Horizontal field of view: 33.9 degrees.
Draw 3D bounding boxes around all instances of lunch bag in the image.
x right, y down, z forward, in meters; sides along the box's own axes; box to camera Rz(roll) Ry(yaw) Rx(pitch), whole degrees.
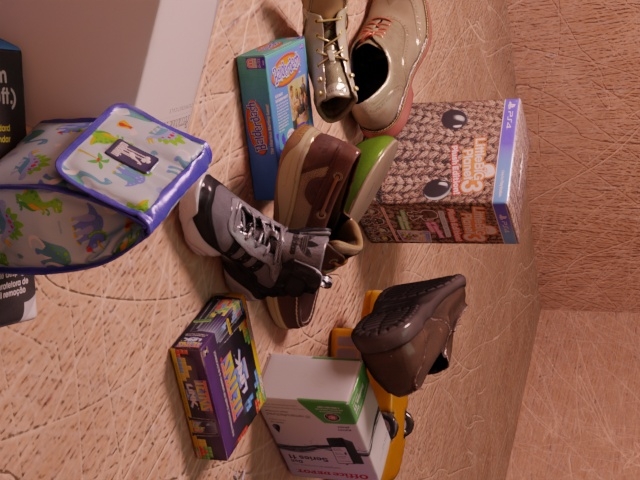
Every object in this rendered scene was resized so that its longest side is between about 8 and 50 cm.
[{"bbox_3d":[-0.172,-0.040,0.806,0.129,0.151,0.096,-62,148,-54],"label":"lunch bag"}]

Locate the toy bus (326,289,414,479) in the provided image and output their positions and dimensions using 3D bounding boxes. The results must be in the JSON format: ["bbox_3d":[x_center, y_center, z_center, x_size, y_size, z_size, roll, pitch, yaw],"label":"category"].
[{"bbox_3d":[0.088,0.253,1.821,0.108,0.130,0.333,14,78,-68],"label":"toy bus"}]

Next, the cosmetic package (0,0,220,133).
[{"bbox_3d":[-0.169,-0.275,0.921,0.197,0.155,0.366,-53,159,-75],"label":"cosmetic package"}]

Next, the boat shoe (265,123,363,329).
[{"bbox_3d":[0.000,0.000,1.513,0.123,0.123,0.342,-52,155,-54],"label":"boat shoe"}]

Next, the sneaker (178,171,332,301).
[{"bbox_3d":[-0.072,-0.006,1.360,0.269,0.153,0.101,59,37,-54],"label":"sneaker"}]

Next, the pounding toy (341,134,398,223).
[{"bbox_3d":[0.024,-0.087,1.728,0.237,0.110,0.183,-61,172,5],"label":"pounding toy"}]

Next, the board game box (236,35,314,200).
[{"bbox_3d":[-0.059,-0.181,1.540,0.160,0.047,0.210,-43,131,-62],"label":"board game box"}]

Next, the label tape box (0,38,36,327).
[{"bbox_3d":[-0.325,-0.087,0.758,0.240,0.105,0.334,-18,108,-69],"label":"label tape box"}]

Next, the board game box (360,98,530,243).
[{"bbox_3d":[0.229,-0.127,1.963,0.141,0.290,0.232,59,36,-54],"label":"board game box"}]

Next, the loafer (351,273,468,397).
[{"bbox_3d":[0.146,0.148,1.652,0.366,0.133,0.130,-29,106,-62],"label":"loafer"}]

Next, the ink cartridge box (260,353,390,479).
[{"bbox_3d":[0.008,0.270,1.579,0.208,0.153,0.087,69,30,-42],"label":"ink cartridge box"}]

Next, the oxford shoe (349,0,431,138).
[{"bbox_3d":[0.123,-0.363,1.922,0.130,0.123,0.348,42,50,-56],"label":"oxford shoe"}]

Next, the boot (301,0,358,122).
[{"bbox_3d":[0.015,-0.290,1.577,0.213,0.077,0.165,99,-16,-66],"label":"boot"}]

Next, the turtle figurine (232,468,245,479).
[{"bbox_3d":[-0.077,0.402,1.425,0.234,0.118,0.175,-51,137,-51],"label":"turtle figurine"}]

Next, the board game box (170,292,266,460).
[{"bbox_3d":[-0.129,0.175,1.363,0.141,0.048,0.170,-57,142,-57],"label":"board game box"}]
